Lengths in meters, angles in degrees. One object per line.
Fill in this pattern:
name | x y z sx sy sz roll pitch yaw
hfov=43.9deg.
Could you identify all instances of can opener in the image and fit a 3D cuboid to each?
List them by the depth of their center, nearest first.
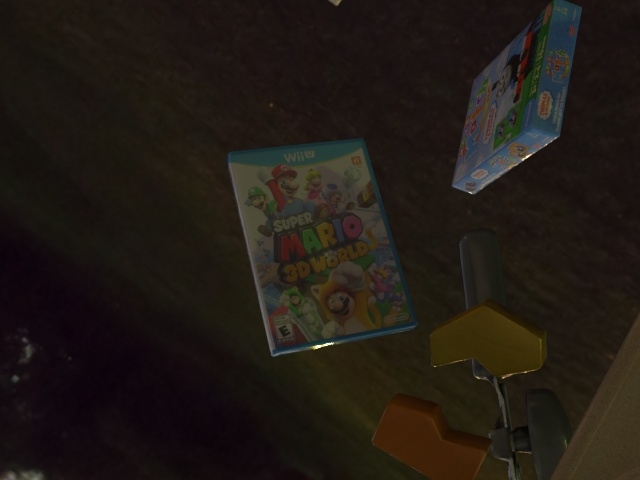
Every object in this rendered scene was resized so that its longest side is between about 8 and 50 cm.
can opener | 0.214 0.126 0.874 0.095 0.284 0.076 -7 168 13

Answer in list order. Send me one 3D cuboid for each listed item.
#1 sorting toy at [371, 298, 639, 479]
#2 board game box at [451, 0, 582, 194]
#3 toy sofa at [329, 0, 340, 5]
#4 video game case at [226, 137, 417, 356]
sorting toy | 0.193 0.115 0.411 0.307 0.229 0.041 27 -161 17
board game box | 0.225 -0.160 0.937 0.039 0.160 0.211 17 163 -9
toy sofa | 0.023 -0.319 0.542 0.150 0.177 0.362 35 176 -6
video game case | 0.000 0.000 0.630 0.015 0.119 0.166 124 135 -64
